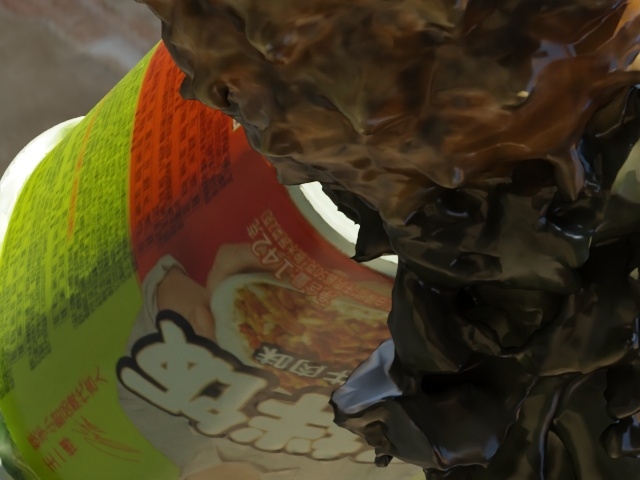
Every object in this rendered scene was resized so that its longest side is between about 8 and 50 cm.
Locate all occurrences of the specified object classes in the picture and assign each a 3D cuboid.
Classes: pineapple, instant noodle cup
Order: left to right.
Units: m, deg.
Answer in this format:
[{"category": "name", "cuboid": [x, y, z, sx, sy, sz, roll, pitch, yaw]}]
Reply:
[{"category": "instant noodle cup", "cuboid": [0.000, 0.000, 0.883, 0.294, 0.294, 0.308, 58, -39, 9]}, {"category": "pineapple", "cuboid": [0.039, -0.022, 0.383, 0.128, 0.128, 0.248, 18, -42, 53]}]
